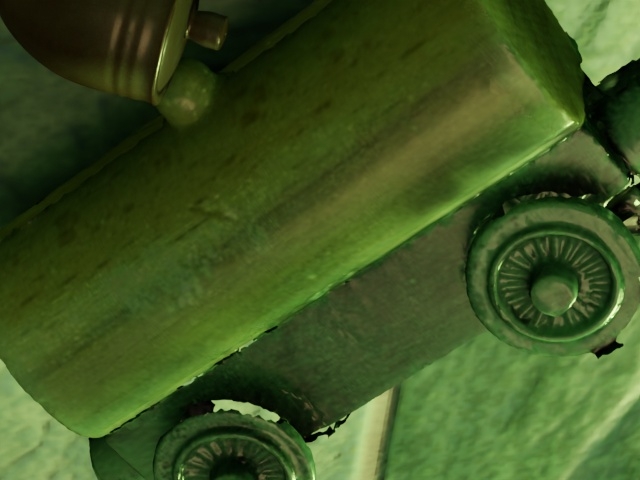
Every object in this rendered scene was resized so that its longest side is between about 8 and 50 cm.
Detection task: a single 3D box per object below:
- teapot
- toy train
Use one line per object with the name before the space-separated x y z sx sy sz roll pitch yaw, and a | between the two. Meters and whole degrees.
teapot | -0.065 -0.108 0.677 0.080 0.085 0.110 17 105 0
toy train | 0.000 -0.005 0.773 0.307 0.126 0.189 -34 103 23
